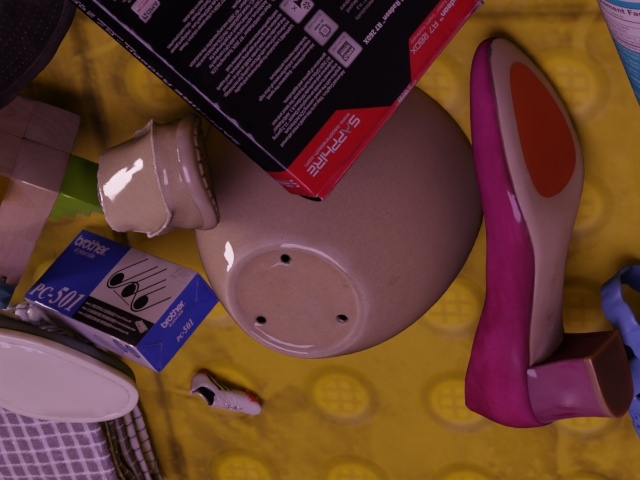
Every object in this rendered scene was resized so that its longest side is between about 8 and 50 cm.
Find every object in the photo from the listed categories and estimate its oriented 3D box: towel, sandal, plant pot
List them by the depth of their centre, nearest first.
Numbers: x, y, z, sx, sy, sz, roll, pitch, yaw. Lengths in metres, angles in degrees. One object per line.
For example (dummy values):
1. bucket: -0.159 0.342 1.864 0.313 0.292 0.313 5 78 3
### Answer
1. plant pot: 0.000 0.000 1.633 0.284 0.191 0.284 8 127 10
2. sandal: 0.337 0.135 1.687 0.138 0.126 0.317 7 119 16
3. towel: -0.325 0.206 1.925 0.235 0.121 0.283 -7 123 20

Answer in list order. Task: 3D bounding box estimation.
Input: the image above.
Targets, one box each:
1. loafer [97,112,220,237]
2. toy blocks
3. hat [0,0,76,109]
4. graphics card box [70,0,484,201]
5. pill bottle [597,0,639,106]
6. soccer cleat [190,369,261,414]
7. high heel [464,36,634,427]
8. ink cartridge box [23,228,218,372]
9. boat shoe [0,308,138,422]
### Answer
1. loafer: -0.148 -0.047 1.538 0.092 0.268 0.102 -10 85 -11
2. toy blocks: -0.414 -0.064 1.730 0.381 0.190 0.261 20 145 -12
3. hat: -0.390 -0.258 1.565 0.331 0.331 0.134 53 159 -22
4. graphics card box: -0.075 -0.237 1.463 0.371 0.094 0.233 40 83 -16
5. pill bottle: 0.296 -0.202 1.395 0.146 0.146 0.264 -10 134 23
6. soccer cleat: -0.104 0.171 1.887 0.083 0.035 0.029 30 128 -6
7. high heel: 0.158 0.003 1.620 0.181 0.127 0.377 -6 103 41
8. ink cartridge box: -0.200 0.057 1.728 0.207 0.097 0.046 17 151 48
9. boat shoe: -0.332 0.094 1.755 0.319 0.099 0.116 16 133 -9
